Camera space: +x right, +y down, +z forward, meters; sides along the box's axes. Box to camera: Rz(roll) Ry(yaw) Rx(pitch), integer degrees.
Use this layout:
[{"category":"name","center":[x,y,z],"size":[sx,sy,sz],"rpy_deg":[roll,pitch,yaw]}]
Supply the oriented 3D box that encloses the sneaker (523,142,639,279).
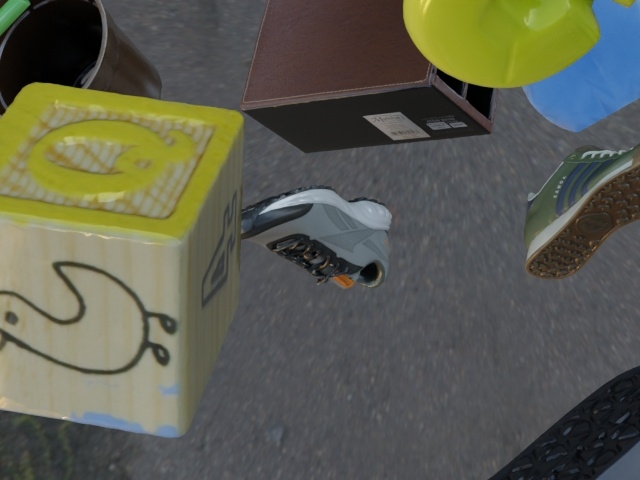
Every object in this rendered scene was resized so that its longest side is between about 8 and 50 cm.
[{"category":"sneaker","center":[0.229,-0.050,1.155],"size":[0.064,0.086,0.192],"rpy_deg":[19,139,-25]}]

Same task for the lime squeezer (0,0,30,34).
[{"category":"lime squeezer","center":[-0.332,-0.097,1.265],"size":[0.110,0.310,0.058],"rpy_deg":[-4,56,-24]}]

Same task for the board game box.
[{"category":"board game box","center":[0.305,-0.206,1.586],"size":[0.169,0.033,0.133],"rpy_deg":[-30,88,11]}]

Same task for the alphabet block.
[{"category":"alphabet block","center":[-0.171,0.012,1.123],"size":[0.192,0.193,0.197],"rpy_deg":[7,126,6]}]

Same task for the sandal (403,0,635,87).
[{"category":"sandal","center":[0.143,-0.210,0.575],"size":[0.317,0.138,0.126],"rpy_deg":[-37,139,19]}]

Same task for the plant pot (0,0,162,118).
[{"category":"plant pot","center":[-0.260,-0.176,1.502],"size":[0.167,0.165,0.167],"rpy_deg":[-6,73,20]}]

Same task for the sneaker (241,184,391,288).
[{"category":"sneaker","center":[0.001,0.000,1.695],"size":[0.100,0.272,0.108],"rpy_deg":[-19,72,36]}]

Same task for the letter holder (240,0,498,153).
[{"category":"letter holder","center":[0.073,-0.250,1.848],"size":[0.302,0.152,0.214],"rpy_deg":[-3,68,37]}]

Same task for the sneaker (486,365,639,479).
[{"category":"sneaker","center":[0.097,0.143,0.570],"size":[0.235,0.084,0.097],"rpy_deg":[-33,104,-10]}]
